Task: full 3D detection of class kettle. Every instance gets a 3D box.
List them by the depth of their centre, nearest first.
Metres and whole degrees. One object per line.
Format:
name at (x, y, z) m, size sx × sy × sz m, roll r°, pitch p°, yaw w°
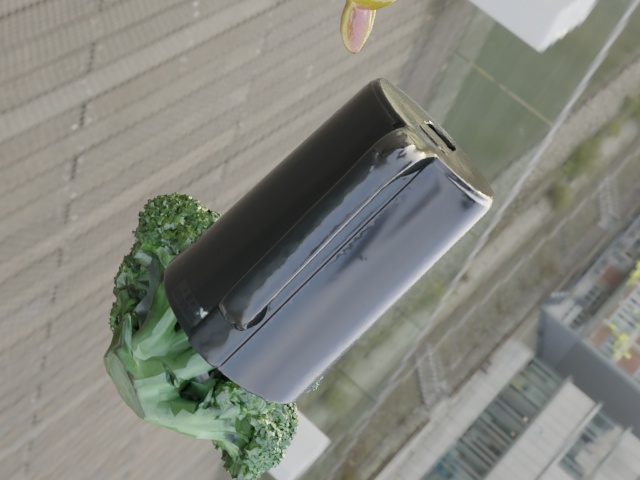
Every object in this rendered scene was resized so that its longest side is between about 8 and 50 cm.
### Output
kettle at (-0.005, -0.010, 1.035) m, size 0.308 × 0.203 × 0.262 m, roll -44°, pitch 145°, yaw 17°

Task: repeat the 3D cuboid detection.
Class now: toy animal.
toy animal at (0.042, -0.232, 0.830) m, size 0.083 × 0.070 × 0.159 m, roll -29°, pitch 126°, yaw -49°

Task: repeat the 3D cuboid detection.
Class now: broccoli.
broccoli at (-0.159, 0.124, 1.459) m, size 0.309 × 0.414 × 0.321 m, roll -18°, pitch -166°, yaw -1°
